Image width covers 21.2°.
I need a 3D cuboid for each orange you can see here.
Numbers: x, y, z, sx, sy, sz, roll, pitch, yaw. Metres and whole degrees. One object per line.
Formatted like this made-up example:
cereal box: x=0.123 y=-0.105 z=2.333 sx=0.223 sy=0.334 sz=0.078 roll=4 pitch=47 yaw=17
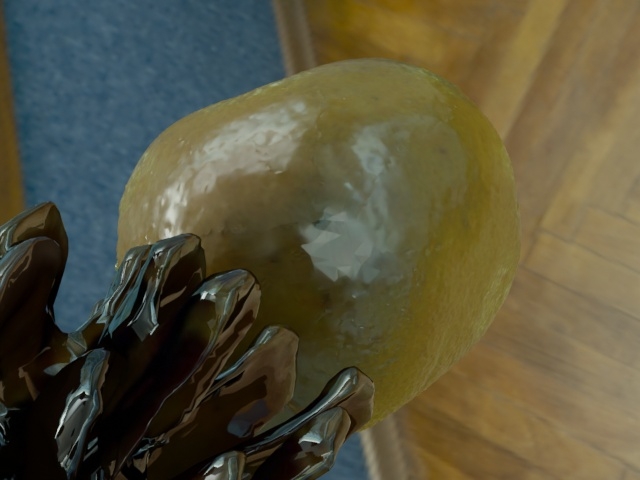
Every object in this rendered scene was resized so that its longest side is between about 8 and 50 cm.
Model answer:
orange: x=0.000 y=0.000 z=0.668 sx=0.112 sy=0.160 sz=0.170 roll=128 pitch=159 yaw=-78

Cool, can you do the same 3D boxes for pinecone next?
pinecone: x=-0.086 y=0.103 z=0.550 sx=0.264 sy=0.264 sz=0.264 roll=-15 pitch=65 yaw=36
